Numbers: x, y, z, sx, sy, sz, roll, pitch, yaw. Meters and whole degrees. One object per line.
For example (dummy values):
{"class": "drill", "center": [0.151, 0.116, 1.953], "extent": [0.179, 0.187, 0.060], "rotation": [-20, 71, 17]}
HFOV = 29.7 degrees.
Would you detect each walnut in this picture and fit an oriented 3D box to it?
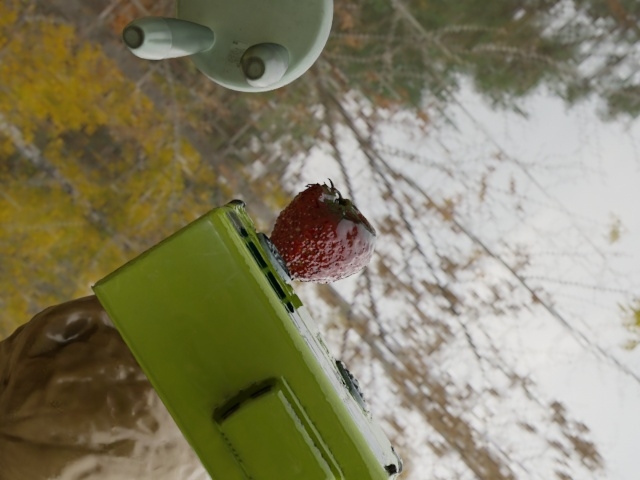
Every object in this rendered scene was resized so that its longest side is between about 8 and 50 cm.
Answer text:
{"class": "walnut", "center": [-0.206, 0.169, 1.152], "extent": [0.224, 0.257, 0.257], "rotation": [11, -125, 45]}

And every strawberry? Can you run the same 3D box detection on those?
{"class": "strawberry", "center": [0.000, 0.000, 1.173], "extent": [0.106, 0.106, 0.106], "rotation": [-41, -165, 14]}

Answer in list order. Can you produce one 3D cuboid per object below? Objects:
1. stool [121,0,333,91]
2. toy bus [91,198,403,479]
{"class": "stool", "center": [-0.101, -0.271, 1.367], "extent": [0.199, 0.195, 0.195], "rotation": [-15, 120, -76]}
{"class": "toy bus", "center": [-0.051, 0.109, 0.929], "extent": [0.128, 0.262, 0.150], "rotation": [-32, 180, 5]}
